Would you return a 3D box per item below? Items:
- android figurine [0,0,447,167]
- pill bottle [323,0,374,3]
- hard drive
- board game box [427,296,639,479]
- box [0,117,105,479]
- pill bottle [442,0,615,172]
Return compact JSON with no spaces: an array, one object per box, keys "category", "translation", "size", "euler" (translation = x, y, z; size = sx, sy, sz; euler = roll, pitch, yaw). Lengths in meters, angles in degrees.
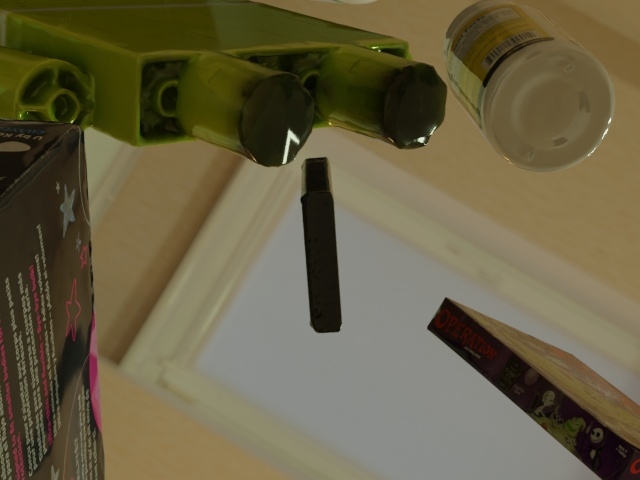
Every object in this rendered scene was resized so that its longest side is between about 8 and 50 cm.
[{"category":"android figurine","translation":[-0.073,-0.090,0.712],"size":[0.248,0.273,0.056],"euler":[-11,112,-41]},{"category":"pill bottle","translation":[-0.073,-0.396,1.647],"size":[0.204,0.361,0.204],"euler":[-17,113,-46]},{"category":"hard drive","translation":[0.000,0.000,0.948],"size":[0.135,0.022,0.094],"euler":[-91,178,-77]},{"category":"board game box","translation":[0.273,0.174,1.400],"size":[0.056,0.208,0.347],"euler":[-57,-147,5]},{"category":"box","translation":[-0.168,0.094,0.454],"size":[0.142,0.163,0.247],"euler":[-68,160,-66]},{"category":"pill bottle","translation":[0.183,-0.150,1.270],"size":[0.119,0.119,0.208],"euler":[-62,-162,17]}]
